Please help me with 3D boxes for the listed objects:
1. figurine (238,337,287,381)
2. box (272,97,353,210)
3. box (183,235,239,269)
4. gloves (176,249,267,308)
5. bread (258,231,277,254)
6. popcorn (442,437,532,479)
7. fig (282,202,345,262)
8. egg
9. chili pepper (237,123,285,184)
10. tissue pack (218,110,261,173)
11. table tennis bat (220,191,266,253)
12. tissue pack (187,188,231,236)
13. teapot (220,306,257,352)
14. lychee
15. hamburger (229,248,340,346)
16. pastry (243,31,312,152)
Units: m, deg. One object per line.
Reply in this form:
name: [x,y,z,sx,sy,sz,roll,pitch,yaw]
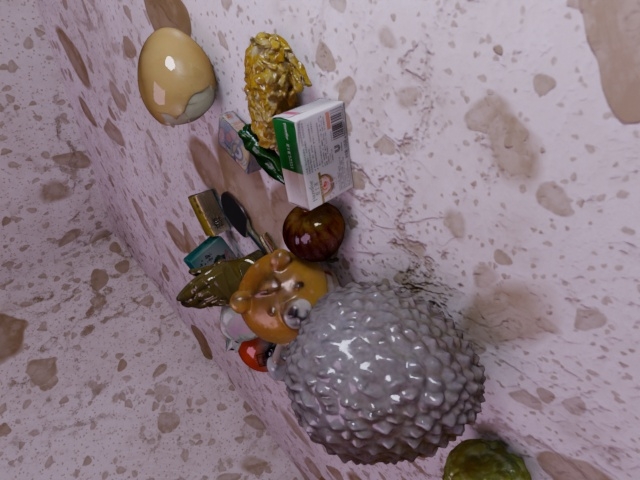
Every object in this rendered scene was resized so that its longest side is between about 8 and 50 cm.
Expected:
figurine: [-0.199,0.411,1.590,0.323,0.196,0.320,14,123,49]
box: [-0.011,-0.181,0.873,0.081,0.135,0.199,23,134,43]
box: [-0.383,0.119,1.588,0.092,0.153,0.245,6,135,53]
gloves: [-0.312,0.136,1.379,0.141,0.331,0.154,15,123,57]
bread: [-0.172,0.019,1.363,0.083,0.036,0.047,59,150,1]
popcorn: [0.390,0.561,0.947,0.212,0.198,0.198,31,156,-22]
fig: [-0.020,-0.009,1.019,0.149,0.148,0.202,28,133,9]
egg: [-0.381,-0.430,1.100,0.201,0.201,0.244,15,121,48]
chili pepper: [-0.117,-0.192,1.034,0.224,0.061,0.098,50,177,-16]
tissue pack: [-0.222,-0.271,1.154,0.148,0.060,0.108,46,146,16]
table tennis bat: [-0.267,-0.058,1.444,0.274,0.021,0.154,47,149,20]
tissue pack: [-0.416,-0.101,1.545,0.120,0.082,0.169,5,121,60]
teapot: [-0.275,0.274,1.501,0.178,0.163,0.222,-112,17,-58]
lychee: [0.116,0.275,0.871,0.432,0.380,0.380,8,128,21]
hamburger: [-0.089,0.144,1.088,0.276,0.276,0.237,38,177,29]
pastry: [-0.101,-0.321,0.901,0.154,0.102,0.250,53,153,29]
